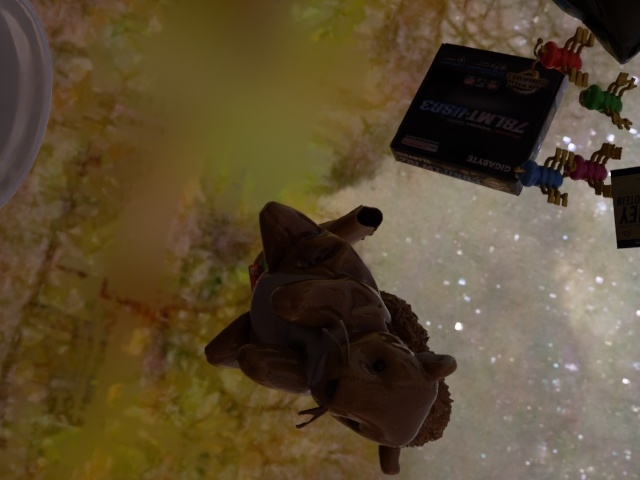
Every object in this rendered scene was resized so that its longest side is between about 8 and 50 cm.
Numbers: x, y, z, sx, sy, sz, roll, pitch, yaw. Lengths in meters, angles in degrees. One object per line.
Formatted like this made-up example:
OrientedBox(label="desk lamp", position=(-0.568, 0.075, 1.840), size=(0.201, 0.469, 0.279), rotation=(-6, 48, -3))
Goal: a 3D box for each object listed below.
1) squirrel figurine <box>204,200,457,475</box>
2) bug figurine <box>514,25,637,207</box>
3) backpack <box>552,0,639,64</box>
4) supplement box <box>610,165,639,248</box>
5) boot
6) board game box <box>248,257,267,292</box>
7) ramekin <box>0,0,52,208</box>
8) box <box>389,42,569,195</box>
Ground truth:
OrientedBox(label="squirrel figurine", position=(0.072, 0.174, 1.175), size=(0.370, 0.396, 0.281), rotation=(33, -84, 51))
OrientedBox(label="bug figurine", position=(0.402, -0.182, 1.236), size=(0.072, 0.216, 0.279), rotation=(4, -99, 59))
OrientedBox(label="backpack", position=(0.187, -0.371, 0.619), size=(0.273, 0.355, 0.290), rotation=(-56, 173, -44))
OrientedBox(label="supplement box", position=(0.350, -0.035, 0.820), size=(0.056, 0.083, 0.083), rotation=(-6, -94, 39))
OrientedBox(label="boot", position=(0.001, 0.001, 1.719), size=(0.211, 0.104, 0.295), rotation=(-31, 178, 38))
OrientedBox(label="board game box", position=(-0.017, 0.099, 1.612), size=(0.039, 0.259, 0.124), rotation=(116, -31, -50))
OrientedBox(label="ramekin", position=(-0.432, -0.162, 0.858), size=(0.277, 0.135, 0.278), rotation=(14, 90, -80))
OrientedBox(label="box", position=(0.341, -0.269, 1.668), size=(0.293, 0.295, 0.073), rotation=(-61, 151, -16))
